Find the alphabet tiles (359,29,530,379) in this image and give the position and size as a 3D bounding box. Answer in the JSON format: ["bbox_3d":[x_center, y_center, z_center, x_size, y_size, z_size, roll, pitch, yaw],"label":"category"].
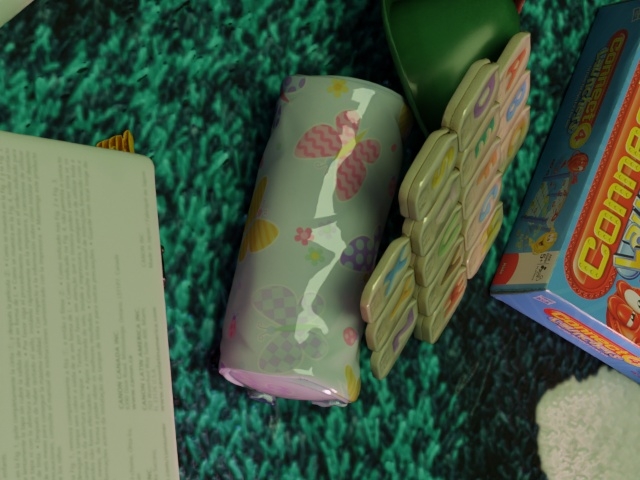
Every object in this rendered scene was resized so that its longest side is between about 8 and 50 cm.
[{"bbox_3d":[0.111,-0.026,1.612,0.021,0.284,0.278,24,67,17],"label":"alphabet tiles"}]

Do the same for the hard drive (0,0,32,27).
[{"bbox_3d":[-0.303,-0.244,1.480,0.307,0.040,0.203,-45,109,-25],"label":"hard drive"}]

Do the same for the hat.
[{"bbox_3d":[0.164,-0.177,1.639,0.208,0.183,0.173,67,17,-9],"label":"hat"}]

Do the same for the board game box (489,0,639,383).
[{"bbox_3d":[0.343,-0.021,1.829,0.302,0.086,0.308,30,73,-27],"label":"board game box"}]

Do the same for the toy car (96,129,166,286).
[{"bbox_3d":[-0.155,-0.021,1.571,0.040,0.060,0.122,-14,74,12],"label":"toy car"}]

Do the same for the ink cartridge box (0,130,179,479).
[{"bbox_3d":[-0.272,0.073,1.343,0.385,0.091,0.308,8,71,-43],"label":"ink cartridge box"}]

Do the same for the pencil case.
[{"bbox_3d":[0.000,0.000,1.606,0.124,0.113,0.273,14,79,-18],"label":"pencil case"}]
